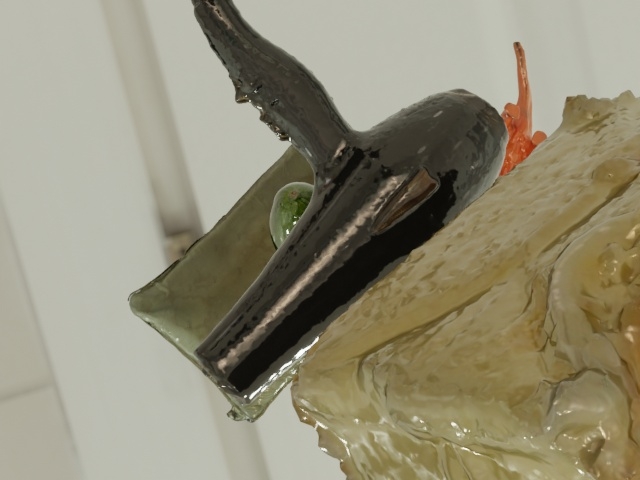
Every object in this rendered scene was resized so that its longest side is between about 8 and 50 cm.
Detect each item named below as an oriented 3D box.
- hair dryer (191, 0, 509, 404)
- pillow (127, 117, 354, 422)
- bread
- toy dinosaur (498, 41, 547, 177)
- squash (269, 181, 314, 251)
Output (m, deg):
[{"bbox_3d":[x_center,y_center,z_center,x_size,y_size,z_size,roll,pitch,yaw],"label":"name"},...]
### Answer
[{"bbox_3d":[-0.055,-0.085,1.493,0.304,0.359,0.120,-42,-177,-15],"label":"hair dryer"},{"bbox_3d":[-0.034,0.022,1.981,0.302,0.185,0.075,-46,165,-9],"label":"pillow"},{"bbox_3d":[0.233,0.120,1.271,0.390,0.371,0.279,-39,-160,-32],"label":"bread"},{"bbox_3d":[0.176,-0.057,1.893,0.055,0.279,0.101,15,161,4],"label":"toy dinosaur"},{"bbox_3d":[0.000,0.000,1.739,0.069,0.069,0.258,-11,168,10],"label":"squash"}]
